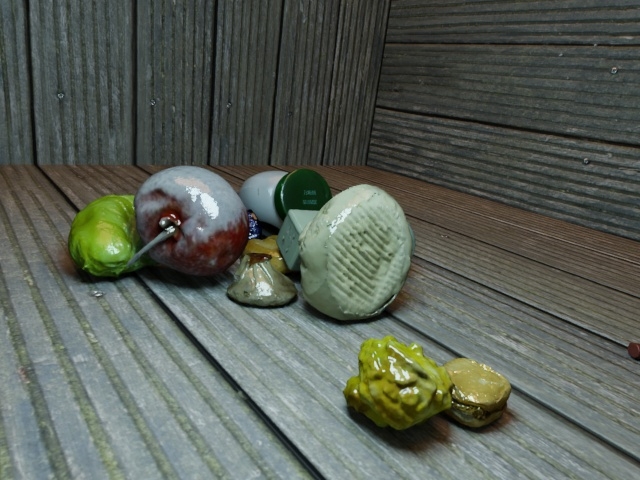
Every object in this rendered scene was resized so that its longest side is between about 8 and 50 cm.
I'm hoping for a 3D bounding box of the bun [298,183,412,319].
[{"bbox_3d":[0.080,0.032,1.269,0.359,0.360,0.211,-5,14,-34],"label":"bun"}]

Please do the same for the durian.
[{"bbox_3d":[-0.589,-0.014,1.356,0.255,0.204,0.339,24,18,12],"label":"durian"}]

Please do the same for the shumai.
[{"bbox_3d":[-0.157,0.099,1.303,0.201,0.120,0.201,6,14,-1],"label":"shumai"}]

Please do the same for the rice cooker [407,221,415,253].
[{"bbox_3d":[0.189,-0.011,1.597,0.280,0.241,0.227,41,13,-20],"label":"rice cooker"}]

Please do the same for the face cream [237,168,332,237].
[{"bbox_3d":[-0.138,-0.126,1.716,0.312,0.219,0.357,34,-23,-26],"label":"face cream"}]

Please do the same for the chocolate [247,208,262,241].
[{"bbox_3d":[-0.377,-0.012,1.581,0.343,0.126,0.148,-14,39,-23],"label":"chocolate"}]

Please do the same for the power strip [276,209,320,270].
[{"bbox_3d":[0.000,0.000,1.438,0.224,0.140,0.139,0,42,-32],"label":"power strip"}]

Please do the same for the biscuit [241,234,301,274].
[{"bbox_3d":[-0.109,0.042,1.550,0.274,0.091,0.213,-1,17,-32],"label":"biscuit"}]

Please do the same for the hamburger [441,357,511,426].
[{"bbox_3d":[0.292,0.295,0.924,0.147,0.083,0.138,-10,28,-40],"label":"hamburger"}]

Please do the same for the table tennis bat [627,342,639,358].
[{"bbox_3d":[0.960,0.310,1.226,0.310,0.038,0.200,10,16,-4],"label":"table tennis bat"}]

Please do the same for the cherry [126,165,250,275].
[{"bbox_3d":[-0.359,-0.061,1.323,0.326,0.291,0.335,33,13,-23],"label":"cherry"}]

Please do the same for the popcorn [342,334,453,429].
[{"bbox_3d":[0.140,0.265,0.859,0.197,0.156,0.197,20,2,-1],"label":"popcorn"}]
